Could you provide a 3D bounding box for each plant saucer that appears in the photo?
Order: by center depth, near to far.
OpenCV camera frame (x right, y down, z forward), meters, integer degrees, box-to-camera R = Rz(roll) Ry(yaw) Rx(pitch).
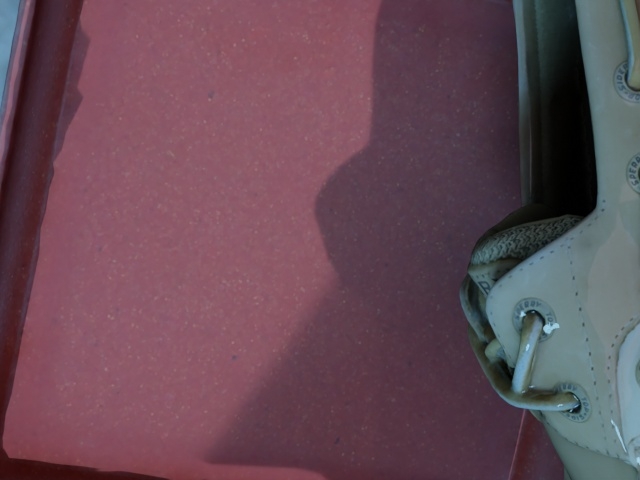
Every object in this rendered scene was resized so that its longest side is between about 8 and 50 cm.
[{"bbox_3d":[0.000,0.000,0.554,0.258,0.048,0.259,10,95,-16],"label":"plant saucer"}]

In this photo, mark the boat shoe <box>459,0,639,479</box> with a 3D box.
[{"bbox_3d":[0.101,0.019,0.505,0.110,0.121,0.341,4,87,-11],"label":"boat shoe"}]
